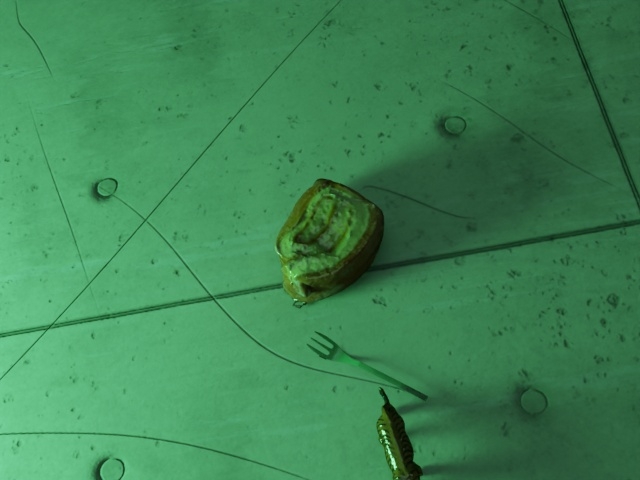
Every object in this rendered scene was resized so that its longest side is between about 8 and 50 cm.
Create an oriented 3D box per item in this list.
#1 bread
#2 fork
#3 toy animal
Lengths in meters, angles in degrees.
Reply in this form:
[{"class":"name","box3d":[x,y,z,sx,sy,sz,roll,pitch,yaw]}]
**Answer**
[{"class":"bread","box3d":[0.010,0.006,1.493,0.190,0.123,0.244,24,69,17]},{"class":"fork","box3d":[0.082,0.229,1.421,0.235,0.021,0.039,26,72,18]},{"class":"toy animal","box3d":[0.130,0.345,1.305,0.056,0.099,0.241,-15,62,-1]}]
